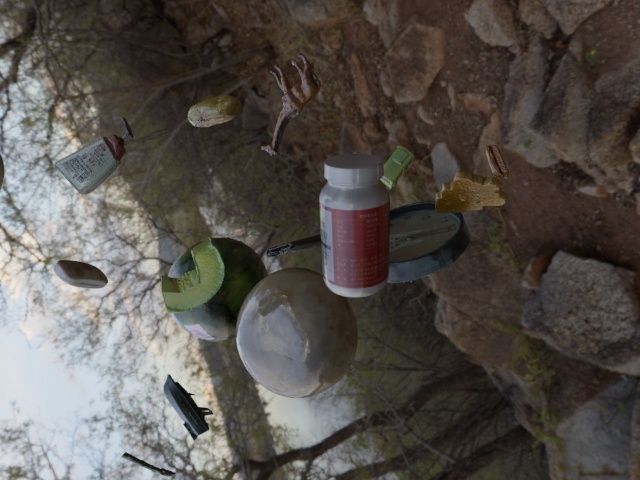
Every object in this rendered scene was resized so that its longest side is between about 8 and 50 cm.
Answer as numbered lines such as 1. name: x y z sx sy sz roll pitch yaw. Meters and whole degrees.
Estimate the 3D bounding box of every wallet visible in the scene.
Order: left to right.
1. wallet: 0.000 0.000 1.542 0.170 0.321 0.044 -12 93 56

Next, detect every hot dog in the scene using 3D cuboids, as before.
1. hot dog: 0.521 -0.232 1.447 0.037 0.049 0.122 95 164 -66

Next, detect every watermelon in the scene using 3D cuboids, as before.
1. watermelon: -0.342 0.156 1.636 0.363 0.363 0.364 160 90 -78

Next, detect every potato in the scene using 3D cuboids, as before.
1. potato: -0.324 -0.392 1.483 0.107 0.170 0.080 -44 -56 -68

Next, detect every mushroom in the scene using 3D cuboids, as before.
1. mushroom: -0.058 0.260 1.399 0.363 0.362 0.294 67 -162 13

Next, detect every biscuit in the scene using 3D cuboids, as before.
1. biscuit: 0.442 -0.140 1.492 0.238 0.212 0.041 -26 51 52

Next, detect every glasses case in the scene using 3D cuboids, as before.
1. glasses case: -0.556 0.080 1.138 0.063 0.041 0.164 45 179 13

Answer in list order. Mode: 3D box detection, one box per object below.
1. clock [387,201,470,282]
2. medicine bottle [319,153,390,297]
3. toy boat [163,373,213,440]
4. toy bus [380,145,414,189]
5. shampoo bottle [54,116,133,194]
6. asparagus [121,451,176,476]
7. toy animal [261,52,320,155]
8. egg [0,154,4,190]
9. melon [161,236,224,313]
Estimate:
1. clock: 0.294 -0.005 1.615 0.077 0.386 0.386 66 171 -27
2. medicine bottle: 0.064 -0.027 0.913 0.131 0.131 0.250 -132 35 -61
3. toy boat: -0.459 0.560 1.680 0.246 0.103 0.093 59 154 -10
4. toy bus: 0.321 -0.314 2.077 0.088 0.175 0.101 36 169 11
5. shampoo bottle: -0.754 -0.296 1.680 0.153 0.284 0.071 50 179 -1
6. asparagus: -0.342 0.446 0.968 0.014 0.114 0.015 100 -167 -49
7. toy animal: -0.094 -0.374 1.354 0.230 0.224 0.066 71 -162 1
8. egg: -0.862 -0.193 1.149 0.271 0.161 0.206 47 -167 -26
9. melon: -0.305 0.090 1.176 0.118 0.209 0.064 50 -171 -30
